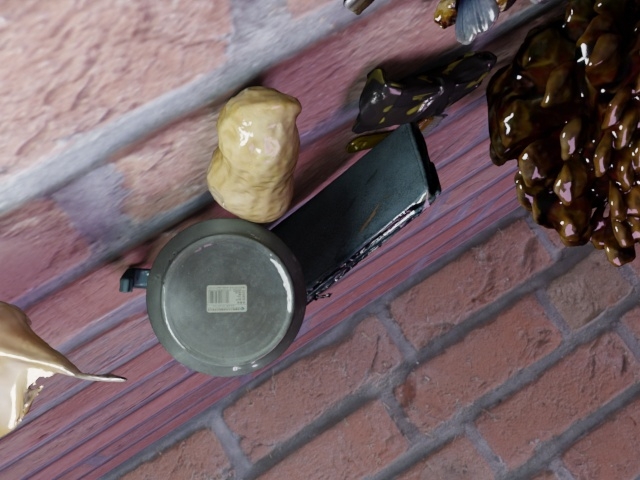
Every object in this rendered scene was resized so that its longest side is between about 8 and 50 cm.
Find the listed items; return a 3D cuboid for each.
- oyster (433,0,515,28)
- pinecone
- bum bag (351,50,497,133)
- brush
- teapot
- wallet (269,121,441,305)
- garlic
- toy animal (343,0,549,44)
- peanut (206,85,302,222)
[{"bbox_3d":[0.260,-0.314,0.784,0.345,0.078,0.128,-37,176,1],"label":"oyster"},{"bbox_3d":[0.425,-0.178,1.114,0.398,0.397,0.398,-33,168,-8],"label":"pinecone"},{"bbox_3d":[0.124,-0.180,0.949,0.232,0.060,0.107,-21,171,-40],"label":"bum bag"},{"bbox_3d":[0.104,-0.148,1.135,0.218,0.010,0.082,-18,160,-49],"label":"brush"},{"bbox_3d":[-0.128,0.057,0.922,0.203,0.171,0.225,6,-179,-10],"label":"teapot"},{"bbox_3d":[0.000,0.000,1.079,0.379,0.046,0.190,-38,-148,22],"label":"wallet"},{"bbox_3d":[-0.325,0.133,0.679,0.338,0.196,0.151,-42,-178,21],"label":"garlic"},{"bbox_3d":[0.121,-0.238,0.567,0.197,0.160,0.272,-33,175,-16],"label":"toy animal"},{"bbox_3d":[-0.062,-0.078,0.781,0.099,0.099,0.214,-30,169,-21],"label":"peanut"}]
